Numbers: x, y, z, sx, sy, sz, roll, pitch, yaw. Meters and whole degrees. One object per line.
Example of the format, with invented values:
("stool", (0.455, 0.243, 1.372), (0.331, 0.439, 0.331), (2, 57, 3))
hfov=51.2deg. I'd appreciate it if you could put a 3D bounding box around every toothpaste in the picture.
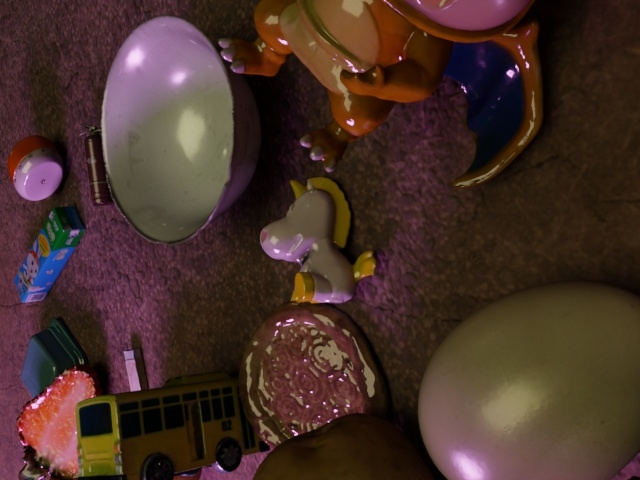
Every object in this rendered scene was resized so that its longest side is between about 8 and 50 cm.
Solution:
("toothpaste", (-0.577, 0.033, 1.412), (0.267, 0.050, 0.065), (-46, 63, 35))

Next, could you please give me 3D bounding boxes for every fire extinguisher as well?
("fire extinguisher", (-0.406, -0.146, 1.244), (0.078, 0.045, 0.157), (-8, 89, 14))

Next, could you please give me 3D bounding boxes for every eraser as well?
("eraser", (-0.346, 0.245, 1.249), (0.038, 0.019, 0.083), (-14, 85, 44))

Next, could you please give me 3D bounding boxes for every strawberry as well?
("strawberry", (-0.511, 0.378, 1.361), (0.188, 0.106, 0.286), (29, 98, 5))

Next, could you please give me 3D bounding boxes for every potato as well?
("potato", (0.024, 0.321, 0.767), (0.242, 0.285, 0.243), (167, 90, -78))

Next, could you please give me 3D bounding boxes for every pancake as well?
("pancake", (-0.014, 0.204, 0.928), (0.250, 0.031, 0.250), (3, 96, 35))

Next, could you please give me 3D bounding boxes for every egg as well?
("egg", (0.205, 0.140, 0.624), (0.254, 0.188, 0.188), (-48, 64, 29))

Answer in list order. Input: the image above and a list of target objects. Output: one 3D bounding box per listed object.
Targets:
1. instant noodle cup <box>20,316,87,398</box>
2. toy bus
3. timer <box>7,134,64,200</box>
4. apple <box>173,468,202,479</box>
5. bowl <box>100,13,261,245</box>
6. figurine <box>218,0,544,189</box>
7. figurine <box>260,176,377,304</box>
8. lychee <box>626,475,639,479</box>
("instant noodle cup", (-0.578, 0.277, 1.433), (0.157, 0.070, 0.179), (41, 120, 29))
("toy bus", (-0.210, 0.275, 0.975), (0.128, 0.262, 0.150), (-20, 75, 40))
("timer", (-0.591, -0.158, 1.368), (0.136, 0.099, 0.136), (0, 90, 31))
("apple", (-0.283, 0.365, 1.106), (0.182, 0.182, 0.155), (-65, 32, 26))
("bowl", (-0.175, -0.151, 0.961), (0.313, 0.146, 0.313), (4, 97, 41))
("figurine", (0.074, -0.286, 0.644), (0.387, 0.268, 0.401), (-48, 60, 38))
("figurine", (-0.008, 0.002, 0.879), (0.129, 0.109, 0.178), (-31, 72, 13))
("lychee", (0.328, 0.291, 0.531), (0.238, 0.200, 0.200), (40, 122, 57))
